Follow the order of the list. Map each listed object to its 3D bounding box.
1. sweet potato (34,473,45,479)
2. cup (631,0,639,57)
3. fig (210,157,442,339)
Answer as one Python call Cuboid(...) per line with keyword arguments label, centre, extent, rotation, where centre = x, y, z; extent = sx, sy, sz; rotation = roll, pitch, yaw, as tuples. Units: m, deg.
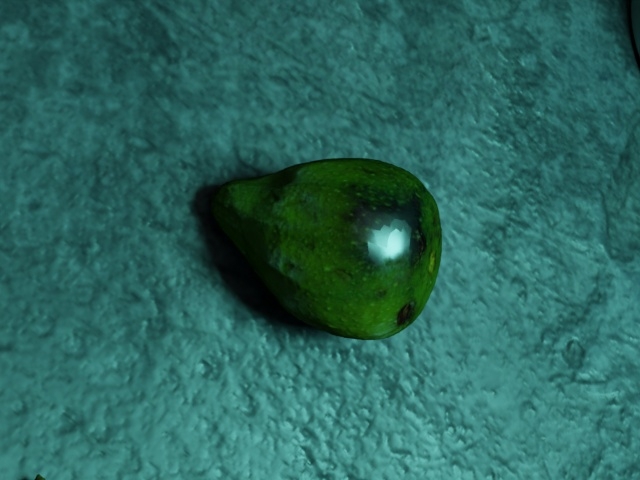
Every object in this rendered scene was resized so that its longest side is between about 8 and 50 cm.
Cuboid(label="sweet potato", centre=(-0.074, 0.225, 0.623), extent=(0.249, 0.059, 0.069), rotation=(35, 42, -11))
Cuboid(label="cup", centre=(0.458, -0.235, 0.872), extent=(0.253, 0.371, 0.253), rotation=(7, 69, -18))
Cuboid(label="fig", centre=(0.000, 0.000, 0.713), extent=(0.156, 0.123, 0.123), rotation=(10, 65, 16))
